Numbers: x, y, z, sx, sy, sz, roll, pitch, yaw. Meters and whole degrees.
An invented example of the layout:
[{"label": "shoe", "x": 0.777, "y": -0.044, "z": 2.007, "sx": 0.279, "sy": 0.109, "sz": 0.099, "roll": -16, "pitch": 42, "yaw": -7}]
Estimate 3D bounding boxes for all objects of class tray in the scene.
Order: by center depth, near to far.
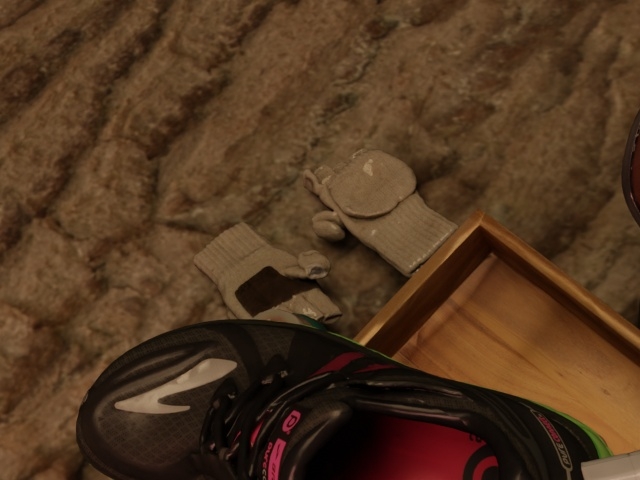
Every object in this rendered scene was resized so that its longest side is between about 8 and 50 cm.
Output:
[{"label": "tray", "x": 0.218, "y": 0.171, "z": 1.262, "sx": 0.203, "sy": 0.076, "sz": 0.411, "roll": -46, "pitch": 59, "yaw": -6}]

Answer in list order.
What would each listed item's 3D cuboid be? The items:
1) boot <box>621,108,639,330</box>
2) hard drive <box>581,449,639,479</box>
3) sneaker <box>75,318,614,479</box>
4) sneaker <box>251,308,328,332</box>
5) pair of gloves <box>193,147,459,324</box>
[{"label": "boot", "x": 0.370, "y": -0.015, "z": 1.225, "sx": 0.280, "sy": 0.096, "sz": 0.264, "roll": -11, "pitch": 72, "yaw": 58}, {"label": "hard drive", "x": 0.380, "y": 0.225, "z": 1.056, "sx": 0.353, "sy": 0.233, "sz": 0.047, "roll": -13, "pitch": 16, "yaw": 6}, {"label": "sneaker", "x": -0.006, "y": 0.154, "z": 1.198, "sx": 0.483, "sy": 0.202, "sz": 0.185, "roll": 5, "pitch": 81, "yaw": 30}, {"label": "sneaker", "x": -0.015, "y": 0.218, "z": 1.381, "sx": 0.108, "sy": 0.121, "sz": 0.302, "roll": -3, "pitch": 79, "yaw": 31}, {"label": "pair of gloves", "x": 0.000, "y": 0.000, "z": 1.523, "sx": 0.240, "sy": 0.042, "sz": 0.204, "roll": -33, "pitch": 42, "yaw": -5}]
